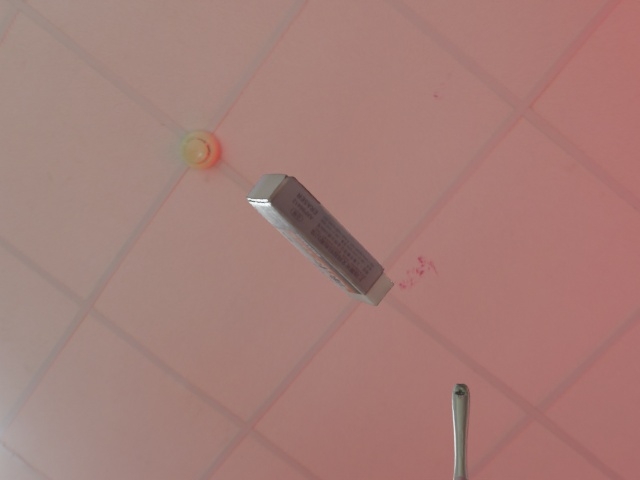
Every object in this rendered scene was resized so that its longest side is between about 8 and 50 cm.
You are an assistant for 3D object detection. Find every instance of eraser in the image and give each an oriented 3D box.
[{"bbox_3d":[0.000,0.000,0.456,0.122,0.052,0.029,44,-102,-21],"label":"eraser"}]

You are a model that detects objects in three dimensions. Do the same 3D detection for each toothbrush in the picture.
[{"bbox_3d":[0.122,0.229,0.528,0.017,0.022,0.204,2,-111,8],"label":"toothbrush"}]
